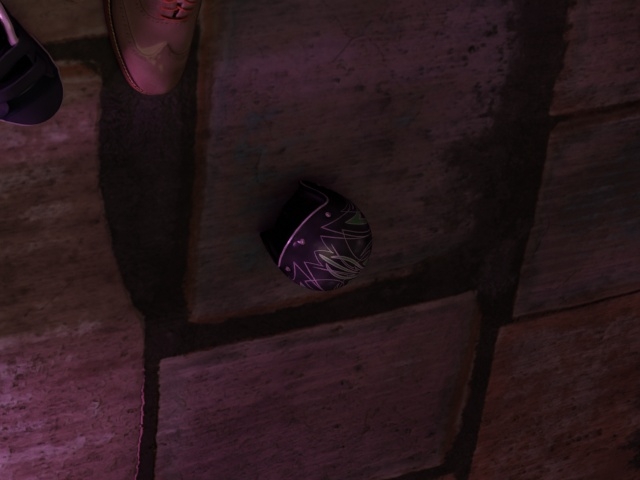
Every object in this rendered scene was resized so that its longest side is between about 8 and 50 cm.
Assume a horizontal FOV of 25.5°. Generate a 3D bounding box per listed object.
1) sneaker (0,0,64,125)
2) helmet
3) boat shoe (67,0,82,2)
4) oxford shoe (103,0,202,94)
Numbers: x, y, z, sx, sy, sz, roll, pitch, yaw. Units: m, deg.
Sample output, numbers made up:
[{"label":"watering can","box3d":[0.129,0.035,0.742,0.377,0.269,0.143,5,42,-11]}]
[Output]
[{"label":"sneaker","box3d":[-0.425,-0.236,1.782,0.126,0.127,0.321,-42,135,-1]},{"label":"helmet","box3d":[0.000,0.000,2.193,0.169,0.161,0.169,-17,129,-22]},{"label":"boat shoe","box3d":[-0.285,-0.440,1.734,0.113,0.103,0.302,-6,125,-29]},{"label":"oxford shoe","box3d":[-0.206,-0.332,1.844,0.123,0.130,0.348,-13,128,-24]}]
